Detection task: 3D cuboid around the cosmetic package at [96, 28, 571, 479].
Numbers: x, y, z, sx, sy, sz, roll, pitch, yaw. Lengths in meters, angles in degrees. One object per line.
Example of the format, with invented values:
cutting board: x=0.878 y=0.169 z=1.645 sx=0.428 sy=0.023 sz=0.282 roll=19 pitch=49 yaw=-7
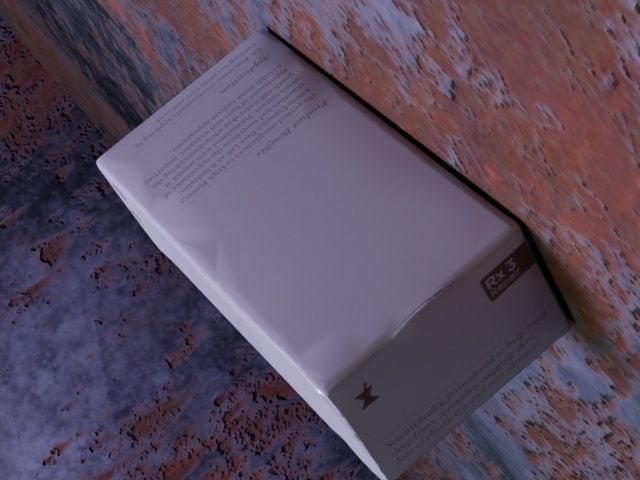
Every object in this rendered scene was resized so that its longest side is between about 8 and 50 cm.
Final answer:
cosmetic package: x=0.000 y=0.000 z=0.852 sx=0.231 sy=0.117 sz=0.085 roll=44 pitch=171 yaw=45
